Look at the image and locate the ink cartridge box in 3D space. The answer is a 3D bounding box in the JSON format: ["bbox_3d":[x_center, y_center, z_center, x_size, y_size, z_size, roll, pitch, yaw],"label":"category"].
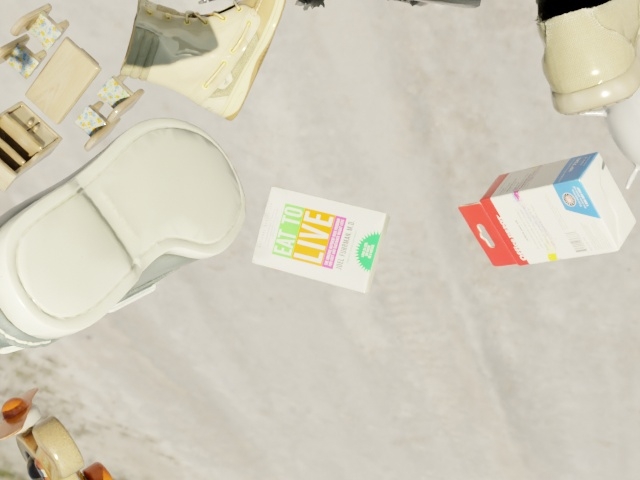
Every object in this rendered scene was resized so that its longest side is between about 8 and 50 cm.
[{"bbox_3d":[0.341,-0.041,1.525,0.231,0.078,0.134,-11,120,48],"label":"ink cartridge box"}]

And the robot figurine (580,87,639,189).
[{"bbox_3d":[0.534,-0.213,1.349,0.353,0.300,0.200,-31,167,5],"label":"robot figurine"}]

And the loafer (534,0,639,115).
[{"bbox_3d":[0.246,-0.209,0.895,0.102,0.268,0.092,-12,120,21],"label":"loafer"}]

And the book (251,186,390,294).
[{"bbox_3d":[0.000,0.000,1.174,0.144,0.096,0.035,13,173,18],"label":"book"}]

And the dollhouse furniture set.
[{"bbox_3d":[-0.458,-0.218,1.630,0.212,0.161,0.242,43,122,-7],"label":"dollhouse furniture set"}]

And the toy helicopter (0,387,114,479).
[{"bbox_3d":[-0.391,0.306,1.444,0.235,0.140,0.355,56,154,9],"label":"toy helicopter"}]

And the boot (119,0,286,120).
[{"bbox_3d":[-0.173,-0.335,1.504,0.204,0.262,0.095,21,-165,-14],"label":"boot"}]

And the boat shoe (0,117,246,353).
[{"bbox_3d":[-0.158,-0.007,0.736,0.099,0.319,0.116,-25,99,27],"label":"boat shoe"}]

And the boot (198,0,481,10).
[{"bbox_3d":[-0.110,-0.298,0.831,0.445,0.367,0.146,-3,128,-8],"label":"boot"}]
